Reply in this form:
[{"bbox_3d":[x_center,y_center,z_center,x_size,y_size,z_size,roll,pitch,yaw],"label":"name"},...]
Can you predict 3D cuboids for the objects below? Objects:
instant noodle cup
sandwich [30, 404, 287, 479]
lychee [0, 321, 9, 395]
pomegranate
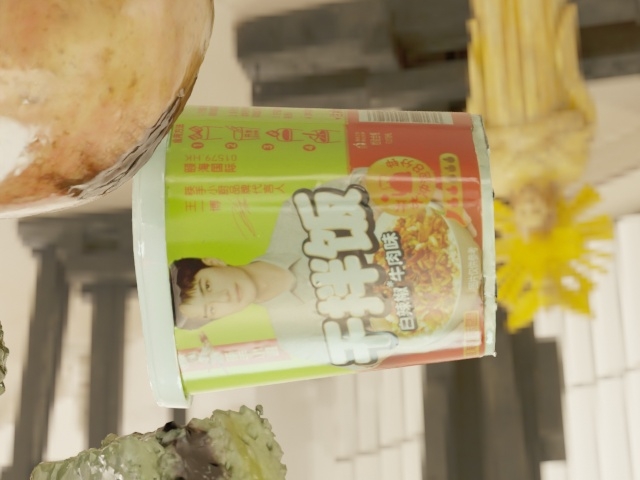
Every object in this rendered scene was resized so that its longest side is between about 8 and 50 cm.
[{"bbox_3d":[0.000,0.000,1.613,0.308,0.294,0.294,-3,156,2],"label":"instant noodle cup"},{"bbox_3d":[-0.105,0.266,1.187,0.131,0.325,0.262,1,-164,-33],"label":"sandwich"},{"bbox_3d":[-0.390,0.090,1.435,0.274,0.255,0.255,-4,158,-20],"label":"lychee"},{"bbox_3d":[-0.221,-0.158,1.138,0.322,0.322,0.322,-1,156,-1],"label":"pomegranate"}]
